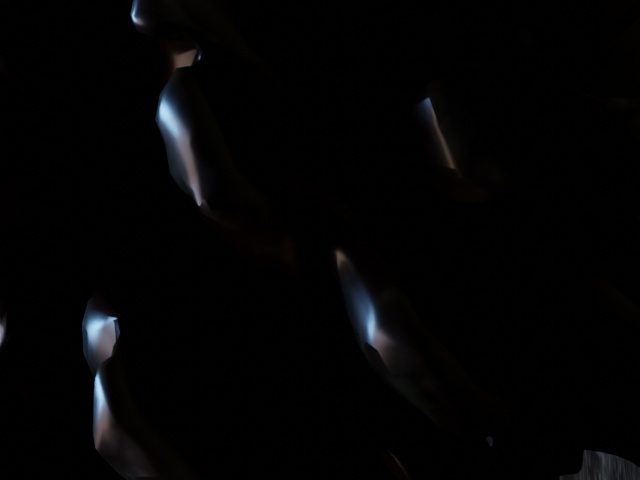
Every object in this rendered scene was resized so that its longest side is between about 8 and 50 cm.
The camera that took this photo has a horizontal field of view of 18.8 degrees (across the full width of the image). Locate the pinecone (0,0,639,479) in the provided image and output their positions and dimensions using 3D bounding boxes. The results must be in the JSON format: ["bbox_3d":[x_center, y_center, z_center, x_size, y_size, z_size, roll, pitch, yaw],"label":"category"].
[{"bbox_3d":[0.000,0.000,0.716,0.398,0.398,0.397,-4,-90,-86],"label":"pinecone"}]
